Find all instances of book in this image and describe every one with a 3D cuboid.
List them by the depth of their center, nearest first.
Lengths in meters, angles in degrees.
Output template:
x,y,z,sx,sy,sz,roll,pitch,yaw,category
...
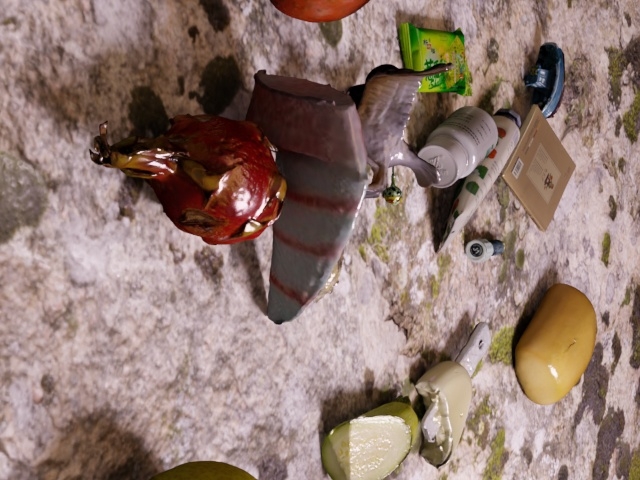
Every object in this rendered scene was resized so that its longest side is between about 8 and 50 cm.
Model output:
x,y,z,sx,sy,sz,roll,pitch,yaw,category
0.364,-0.118,1.892,0.198,0.016,0.139,44,69,-48,book

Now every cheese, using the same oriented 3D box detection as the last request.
x,y,z,sx,sy,sz,roll,pitch,yaw,category
0.197,0.206,1.643,0.235,0.049,0.127,-49,128,-43,cheese

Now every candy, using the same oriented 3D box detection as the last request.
x,y,z,sx,sy,sz,roll,pitch,yaw,category
0.099,-0.087,1.516,0.023,0.025,0.083,19,68,-37,candy
0.165,-0.254,1.600,0.178,0.032,0.102,-10,99,-56,candy

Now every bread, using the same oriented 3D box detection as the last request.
x,y,z,sx,sy,sz,roll,pitch,yaw,category
0.408,0.176,1.921,0.217,0.098,0.147,-56,130,-41,bread

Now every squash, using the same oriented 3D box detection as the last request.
x,y,z,sx,sy,sz,roll,pitch,yaw,category
0.086,0.245,1.455,0.200,0.075,0.090,-25,86,-55,squash

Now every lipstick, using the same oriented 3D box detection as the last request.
x,y,z,sx,sy,sz,roll,pitch,yaw,category
0.262,0.013,1.752,0.116,0.037,0.037,-5,95,-60,lipstick

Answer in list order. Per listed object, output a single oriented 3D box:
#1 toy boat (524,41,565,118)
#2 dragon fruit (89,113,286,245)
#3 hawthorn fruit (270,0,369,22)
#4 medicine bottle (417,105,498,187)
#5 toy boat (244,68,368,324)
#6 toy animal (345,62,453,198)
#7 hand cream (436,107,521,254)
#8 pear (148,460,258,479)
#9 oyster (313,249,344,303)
x,y,z,sx,sy,sz,roll,pitch,yaw,category
0.372,-0.265,1.892,0.060,0.060,0.137,14,81,-30,toy boat
-0.126,-0.066,1.092,0.246,0.125,0.125,14,83,-49,dragon fruit
0.051,-0.314,1.200,0.165,0.285,0.165,-11,105,-46,hawthorn fruit
0.191,-0.131,1.599,0.130,0.080,0.080,-44,126,-47,medicine bottle
-0.023,-0.027,1.213,0.096,0.206,0.282,-8,115,-37,toy boat
0.048,-0.130,1.304,0.197,0.272,0.160,-10,86,-14,toy animal
0.235,-0.096,1.682,0.276,0.059,0.095,-59,174,-38,hand cream
-0.135,0.295,1.069,0.216,0.166,0.180,15,91,-33,pear
-0.003,0.001,1.340,0.108,0.053,0.166,-46,135,-33,oyster
